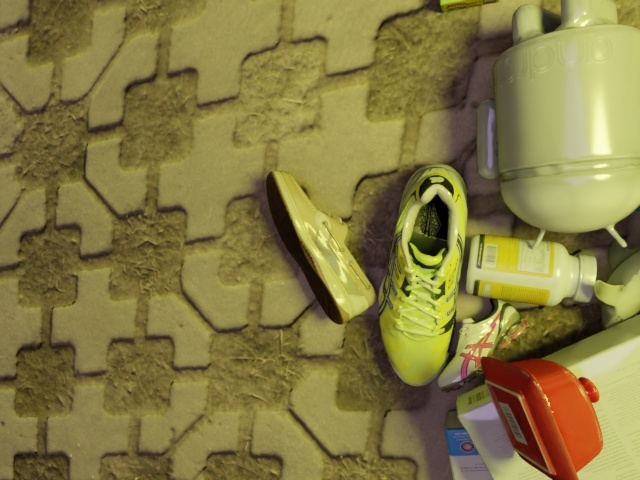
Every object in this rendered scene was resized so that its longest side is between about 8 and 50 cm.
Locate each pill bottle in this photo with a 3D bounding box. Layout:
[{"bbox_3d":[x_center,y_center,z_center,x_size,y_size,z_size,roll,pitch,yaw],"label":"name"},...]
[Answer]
[{"bbox_3d":[0.332,0.049,0.826,0.184,0.103,0.103,8,98,17],"label":"pill bottle"}]

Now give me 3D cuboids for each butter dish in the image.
[{"bbox_3d":[0.302,0.214,0.664,0.118,0.160,0.160,-22,88,-8],"label":"butter dish"}]

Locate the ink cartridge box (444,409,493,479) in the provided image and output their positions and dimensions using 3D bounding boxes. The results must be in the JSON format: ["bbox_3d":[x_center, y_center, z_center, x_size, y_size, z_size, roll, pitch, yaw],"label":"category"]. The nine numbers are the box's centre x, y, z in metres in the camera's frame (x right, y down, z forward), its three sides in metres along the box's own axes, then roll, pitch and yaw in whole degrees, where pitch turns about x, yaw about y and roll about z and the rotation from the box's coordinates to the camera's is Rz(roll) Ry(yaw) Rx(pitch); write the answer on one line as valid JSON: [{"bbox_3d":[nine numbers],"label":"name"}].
[{"bbox_3d":[0.305,0.399,0.881,0.148,0.086,0.203,-10,93,16],"label":"ink cartridge box"}]

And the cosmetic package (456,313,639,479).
[{"bbox_3d":[0.434,0.289,0.744,0.377,0.097,0.284,-29,85,15],"label":"cosmetic package"}]

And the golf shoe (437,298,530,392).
[{"bbox_3d":[0.260,0.178,0.876,0.186,0.067,0.086,-43,75,-2],"label":"golf shoe"}]

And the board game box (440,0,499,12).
[{"bbox_3d":[0.236,-0.476,0.831,0.092,0.043,0.181,-3,95,18],"label":"board game box"}]

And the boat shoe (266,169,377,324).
[{"bbox_3d":[0.000,0.000,0.939,0.098,0.109,0.302,-28,86,-21],"label":"boat shoe"}]

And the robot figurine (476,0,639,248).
[{"bbox_3d":[0.357,-0.164,0.740,0.300,0.199,0.354,-2,93,53],"label":"robot figurine"}]

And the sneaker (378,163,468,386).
[{"bbox_3d":[0.161,0.065,0.860,0.145,0.147,0.385,5,100,16],"label":"sneaker"}]

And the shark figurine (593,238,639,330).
[{"bbox_3d":[0.501,0.022,0.775,0.166,0.116,0.278,30,116,-22],"label":"shark figurine"}]

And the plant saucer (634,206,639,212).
[{"bbox_3d":[0.526,-0.133,0.788,0.067,0.018,0.192,18,102,15],"label":"plant saucer"}]
